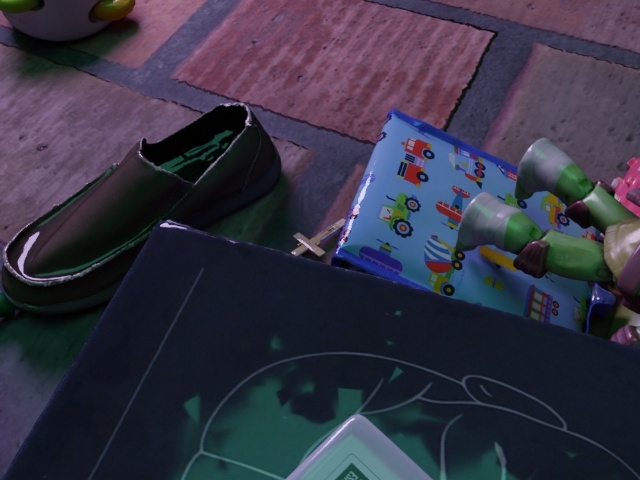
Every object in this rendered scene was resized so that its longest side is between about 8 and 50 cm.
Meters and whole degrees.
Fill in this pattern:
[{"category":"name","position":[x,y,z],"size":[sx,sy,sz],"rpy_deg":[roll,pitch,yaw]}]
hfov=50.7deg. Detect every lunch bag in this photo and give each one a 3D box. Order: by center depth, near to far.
[{"category":"lunch bag","position":[0.173,0.015,0.727],"size":[0.293,0.138,0.221],"rpy_deg":[19,54,5]}]

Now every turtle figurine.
[{"category":"turtle figurine","position":[0.272,0.043,0.613],"size":[0.266,0.275,0.197],"rpy_deg":[38,102,32]}]

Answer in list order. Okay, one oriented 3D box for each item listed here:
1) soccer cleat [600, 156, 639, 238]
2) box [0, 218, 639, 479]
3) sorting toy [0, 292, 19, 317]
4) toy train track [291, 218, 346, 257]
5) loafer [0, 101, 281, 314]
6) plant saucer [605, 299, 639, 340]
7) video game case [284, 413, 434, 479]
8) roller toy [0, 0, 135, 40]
[{"category":"soccer cleat","position":[0.382,-0.032,0.763],"size":[0.095,0.083,0.248],"rpy_deg":[37,48,3]},{"category":"box","position":[0.031,0.297,0.412],"size":[0.472,0.297,0.480],"rpy_deg":[16,57,13]},{"category":"sorting toy","position":[-0.303,0.175,0.663],"size":[0.126,0.127,0.365],"rpy_deg":[-3,44,-36]},{"category":"toy train track","position":[0.000,0.000,0.807],"size":[0.083,0.014,0.048],"rpy_deg":[-34,51,-26]},{"category":"loafer","position":[-0.213,-0.058,0.788],"size":[0.366,0.130,0.134],"rpy_deg":[-37,60,-22]},{"category":"plant saucer","position":[0.415,0.124,0.676],"size":[0.241,0.037,0.241],"rpy_deg":[-2,53,2]},{"category":"video game case","position":[0.007,0.273,0.233],"size":[0.329,0.036,0.300],"rpy_deg":[-39,61,-23]},{"category":"roller toy","position":[-0.410,-0.415,1.052],"size":[0.209,0.146,0.191],"rpy_deg":[-16,63,-15]}]
